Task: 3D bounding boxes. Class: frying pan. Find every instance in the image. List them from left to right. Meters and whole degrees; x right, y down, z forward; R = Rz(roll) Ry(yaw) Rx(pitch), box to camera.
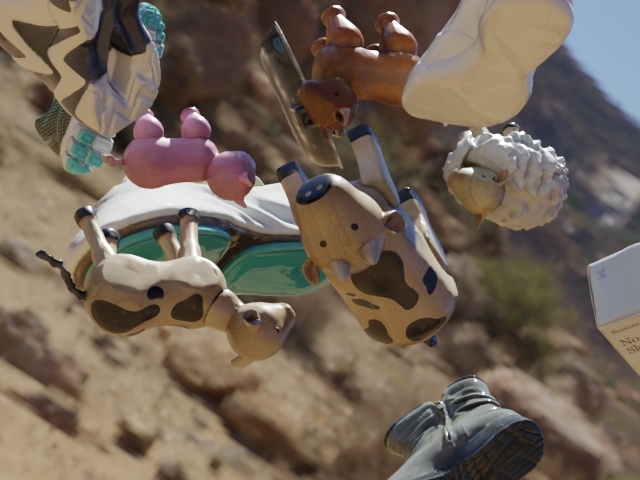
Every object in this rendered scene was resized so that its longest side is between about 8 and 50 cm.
[{"bbox_3d":[-0.008,-0.136,2.192,0.326,0.053,0.197,-114,179,-52],"label":"frying pan"}]

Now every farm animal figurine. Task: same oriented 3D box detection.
[{"bbox_3d":[0.000,0.000,1.456,0.327,0.330,0.172,29,30,-41],"label":"farm animal figurine"}]

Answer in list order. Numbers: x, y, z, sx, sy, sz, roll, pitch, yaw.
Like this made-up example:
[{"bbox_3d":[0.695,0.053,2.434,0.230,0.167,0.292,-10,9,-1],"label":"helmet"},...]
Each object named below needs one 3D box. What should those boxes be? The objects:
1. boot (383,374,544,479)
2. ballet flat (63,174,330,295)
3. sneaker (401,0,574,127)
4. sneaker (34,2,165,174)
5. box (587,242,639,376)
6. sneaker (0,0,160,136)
[{"bbox_3d":[0.107,0.242,1.952,0.161,0.246,0.083,30,-33,63],"label":"boot"},{"bbox_3d":[-0.123,-0.012,1.746,0.139,0.139,0.400,33,18,31],"label":"ballet flat"},{"bbox_3d":[0.122,-0.151,1.283,0.080,0.094,0.212,15,-25,-16],"label":"sneaker"},{"bbox_3d":[-0.204,-0.146,1.658,0.076,0.166,0.065,34,5,31],"label":"sneaker"},{"bbox_3d":[0.402,0.114,1.995,0.275,0.113,0.094,43,32,-38],"label":"box"},{"bbox_3d":[-0.191,-0.201,1.304,0.153,0.094,0.235,30,-36,29],"label":"sneaker"}]
